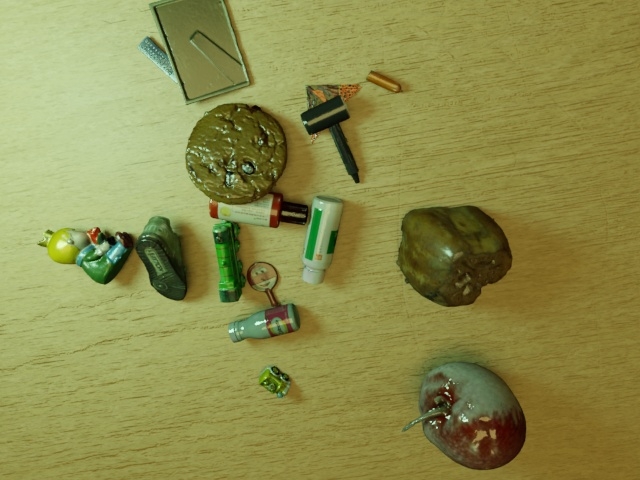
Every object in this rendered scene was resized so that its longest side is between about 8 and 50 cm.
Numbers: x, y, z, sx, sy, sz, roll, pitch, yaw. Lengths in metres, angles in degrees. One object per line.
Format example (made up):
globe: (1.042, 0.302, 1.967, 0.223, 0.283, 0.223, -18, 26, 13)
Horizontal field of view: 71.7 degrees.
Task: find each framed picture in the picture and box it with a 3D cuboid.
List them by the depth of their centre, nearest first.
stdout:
framed picture: (-0.320, -0.524, 1.195, 0.193, 0.018, 0.265, -18, 105, -3)

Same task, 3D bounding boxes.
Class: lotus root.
lotus root: (0.395, 0.067, 1.275, 0.317, 0.250, 0.315, -3, 112, -7)

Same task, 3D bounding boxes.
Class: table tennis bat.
table tennis bat: (-0.174, 0.139, 1.405, 0.098, 0.019, 0.154, -20, 102, 7)

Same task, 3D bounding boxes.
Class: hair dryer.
hair dryer: (0.045, -0.266, 1.254, 0.129, 0.070, 0.255, -21, 113, 6)

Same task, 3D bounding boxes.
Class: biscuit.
biscuit: (-0.230, -0.241, 1.216, 0.297, 0.075, 0.295, 0, 85, -4)

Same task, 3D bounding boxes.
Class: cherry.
cherry: (0.463, 0.532, 1.367, 0.326, 0.335, 0.291, 42, 102, 33)

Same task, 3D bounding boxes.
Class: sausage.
sausage: (0.179, -0.434, 1.219, 0.107, 0.031, 0.031, 22, 106, -4)

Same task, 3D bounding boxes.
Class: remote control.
remote control: (-0.431, -0.490, 1.219, 0.152, 0.027, 0.043, 43, 107, -9)

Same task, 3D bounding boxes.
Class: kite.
kite: (0.003, -0.395, 1.248, 0.125, 0.008, 0.222, 41, 103, -8)

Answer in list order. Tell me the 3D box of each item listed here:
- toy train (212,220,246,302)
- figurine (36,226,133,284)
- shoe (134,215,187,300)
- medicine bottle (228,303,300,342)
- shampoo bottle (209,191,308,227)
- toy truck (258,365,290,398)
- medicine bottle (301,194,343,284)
toy train: (-0.279, 0.060, 1.331, 0.085, 0.119, 0.250, -5, 107, 4)
figurine: (-0.702, 0.010, 1.329, 0.234, 0.127, 0.185, 35, 99, 2)
shoe: (-0.457, 0.049, 1.340, 0.110, 0.149, 0.292, 1, 138, 5)
medicine bottle: (-0.178, 0.267, 1.403, 0.217, 0.090, 0.090, -16, 105, 6)
shampoo bottle: (-0.174, -0.094, 1.289, 0.279, 0.104, 0.104, 9, 106, -1)
toy truck: (-0.151, 0.480, 1.472, 0.111, 0.077, 0.076, 39, 104, -10)
medicine bottle: (0.000, 0.000, 1.319, 0.095, 0.095, 0.259, 12, 106, -2)
